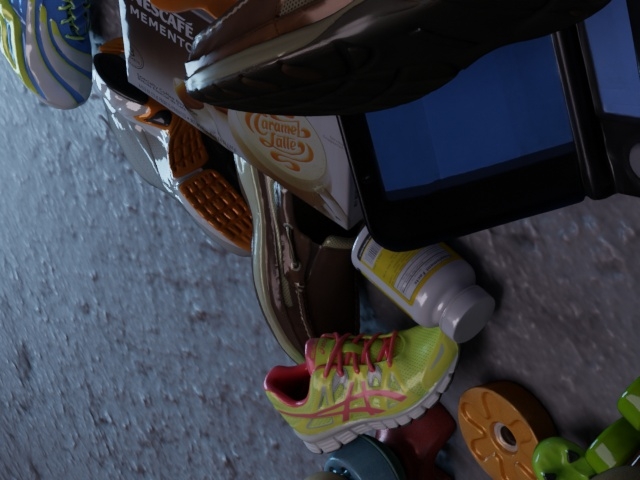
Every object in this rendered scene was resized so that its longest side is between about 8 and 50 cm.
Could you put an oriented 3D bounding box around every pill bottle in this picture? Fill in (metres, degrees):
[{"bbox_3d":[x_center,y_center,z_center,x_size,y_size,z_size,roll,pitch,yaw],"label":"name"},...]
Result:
[{"bbox_3d":[0.085,0.030,1.467,0.116,0.065,0.065,43,146,29],"label":"pill bottle"}]

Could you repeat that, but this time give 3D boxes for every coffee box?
[{"bbox_3d":[-0.039,-0.139,1.435,0.246,0.098,0.141,35,148,23],"label":"coffee box"}]

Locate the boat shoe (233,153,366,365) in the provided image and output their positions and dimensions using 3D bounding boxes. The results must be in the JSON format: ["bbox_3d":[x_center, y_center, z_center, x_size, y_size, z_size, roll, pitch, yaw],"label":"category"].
[{"bbox_3d":[-0.006,0.003,1.558,0.095,0.095,0.257,7,122,46],"label":"boat shoe"}]

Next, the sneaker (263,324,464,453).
[{"bbox_3d":[0.033,0.111,1.529,0.208,0.081,0.094,-32,117,34],"label":"sneaker"}]

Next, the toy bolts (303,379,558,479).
[{"bbox_3d":[0.084,0.219,1.535,0.228,0.158,0.218,30,138,41],"label":"toy bolts"}]

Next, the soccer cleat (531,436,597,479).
[{"bbox_3d":[0.233,0.224,1.427,0.179,0.060,0.072,51,-176,-2],"label":"soccer cleat"}]

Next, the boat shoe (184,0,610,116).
[{"bbox_3d":[0.045,-0.161,1.090,0.324,0.122,0.120,-17,70,43],"label":"boat shoe"}]

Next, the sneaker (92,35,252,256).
[{"bbox_3d":[-0.118,-0.073,1.676,0.262,0.099,0.121,53,158,28],"label":"sneaker"}]

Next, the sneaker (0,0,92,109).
[{"bbox_3d":[-0.260,-0.239,1.736,0.126,0.091,0.240,4,118,55],"label":"sneaker"}]

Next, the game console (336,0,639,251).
[{"bbox_3d":[0.137,-0.131,1.142,0.250,0.173,0.293,15,128,53],"label":"game console"}]

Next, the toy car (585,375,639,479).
[{"bbox_3d":[0.222,0.208,1.287,0.155,0.188,0.149,48,148,22],"label":"toy car"}]

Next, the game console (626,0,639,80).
[{"bbox_3d":[0.262,-0.221,0.876,0.342,0.060,0.386,-17,82,60],"label":"game console"}]

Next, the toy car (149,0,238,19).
[{"bbox_3d":[-0.035,-0.232,1.253,0.210,0.238,0.219,49,148,19],"label":"toy car"}]
